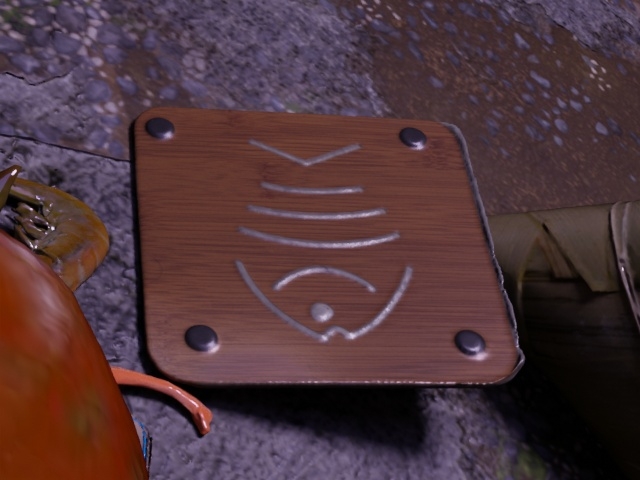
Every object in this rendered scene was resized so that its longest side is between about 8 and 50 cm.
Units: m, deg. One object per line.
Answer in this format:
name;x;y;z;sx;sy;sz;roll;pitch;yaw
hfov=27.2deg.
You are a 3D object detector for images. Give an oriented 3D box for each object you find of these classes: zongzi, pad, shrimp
zongzi;0.272;0.167;1.122;0.181;0.418;0.447;-31;115;-59
pad;0.000;0.000;1.043;0.286;0.018;0.284;1;49;-12
shrimp;-0.220;0.004;0.921;0.124;0.034;0.178;34;37;-2

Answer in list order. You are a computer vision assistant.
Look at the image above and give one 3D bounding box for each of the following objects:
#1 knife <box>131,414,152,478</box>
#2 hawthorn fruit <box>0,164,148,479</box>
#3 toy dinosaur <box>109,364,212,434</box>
knife;-0.126;0.252;0.728;0.089;0.043;0.365;42;35;-45
hawthorn fruit;-0.232;0.122;0.496;0.403;0.403;0.403;22;42;-21
toy dinosaur;-0.181;0.099;0.841;0.279;0.055;0.101;30;41;-37
